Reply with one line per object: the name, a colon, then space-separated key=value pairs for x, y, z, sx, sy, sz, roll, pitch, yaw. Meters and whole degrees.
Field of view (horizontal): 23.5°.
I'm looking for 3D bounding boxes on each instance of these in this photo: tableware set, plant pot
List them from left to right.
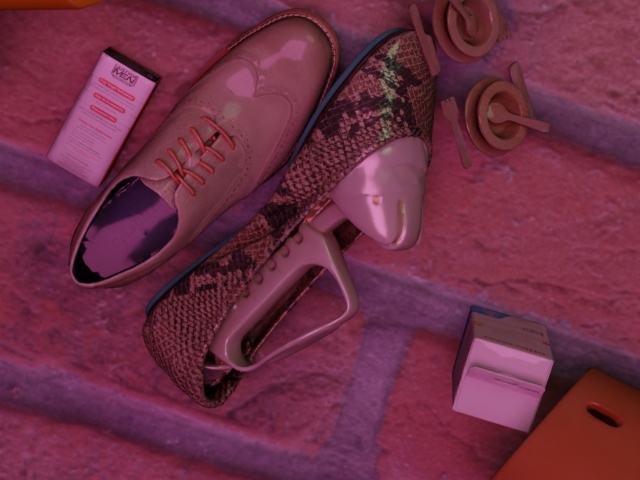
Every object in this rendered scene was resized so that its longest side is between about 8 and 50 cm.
tableware set: x=0.178 y=-0.183 z=1.641 sx=0.039 sy=0.128 sz=0.194 roll=-2 pitch=113 yaw=52
plant pot: x=0.308 y=0.278 z=1.687 sx=0.203 sy=0.291 sz=0.291 roll=41 pitch=105 yaw=11

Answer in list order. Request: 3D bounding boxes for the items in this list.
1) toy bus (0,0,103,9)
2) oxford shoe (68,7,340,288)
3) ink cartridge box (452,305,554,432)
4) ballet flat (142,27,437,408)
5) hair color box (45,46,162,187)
toy bus: x=-0.303 y=-0.296 z=1.559 sx=0.333 sy=0.130 sz=0.108 roll=9 pitch=121 yaw=48
oxford shoe: x=-0.125 y=-0.085 z=1.679 sx=0.140 sy=0.146 sz=0.397 roll=40 pitch=104 yaw=-5
ink cartridge box: x=0.200 y=0.144 z=1.713 sx=0.092 sy=0.143 sz=0.090 roll=16 pitch=106 yaw=1
ballet flat: x=0.000 y=0.000 z=1.674 sx=0.483 sy=0.164 sz=0.182 roll=-48 pitch=59 yaw=17
hair color box: x=-0.243 y=-0.138 z=1.730 sx=0.072 sy=0.043 sz=0.141 roll=31 pitch=106 yaw=-3
